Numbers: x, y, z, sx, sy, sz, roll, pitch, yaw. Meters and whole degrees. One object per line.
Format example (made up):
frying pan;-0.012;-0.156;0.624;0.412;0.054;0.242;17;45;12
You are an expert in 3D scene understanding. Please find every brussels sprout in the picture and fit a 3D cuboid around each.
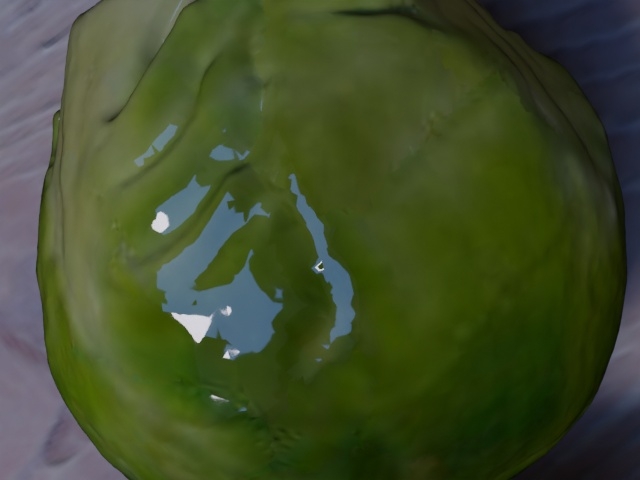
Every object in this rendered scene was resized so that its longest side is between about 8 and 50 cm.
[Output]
brussels sprout;-0.002;0.002;0.439;0.161;0.144;0.181;-36;98;24
